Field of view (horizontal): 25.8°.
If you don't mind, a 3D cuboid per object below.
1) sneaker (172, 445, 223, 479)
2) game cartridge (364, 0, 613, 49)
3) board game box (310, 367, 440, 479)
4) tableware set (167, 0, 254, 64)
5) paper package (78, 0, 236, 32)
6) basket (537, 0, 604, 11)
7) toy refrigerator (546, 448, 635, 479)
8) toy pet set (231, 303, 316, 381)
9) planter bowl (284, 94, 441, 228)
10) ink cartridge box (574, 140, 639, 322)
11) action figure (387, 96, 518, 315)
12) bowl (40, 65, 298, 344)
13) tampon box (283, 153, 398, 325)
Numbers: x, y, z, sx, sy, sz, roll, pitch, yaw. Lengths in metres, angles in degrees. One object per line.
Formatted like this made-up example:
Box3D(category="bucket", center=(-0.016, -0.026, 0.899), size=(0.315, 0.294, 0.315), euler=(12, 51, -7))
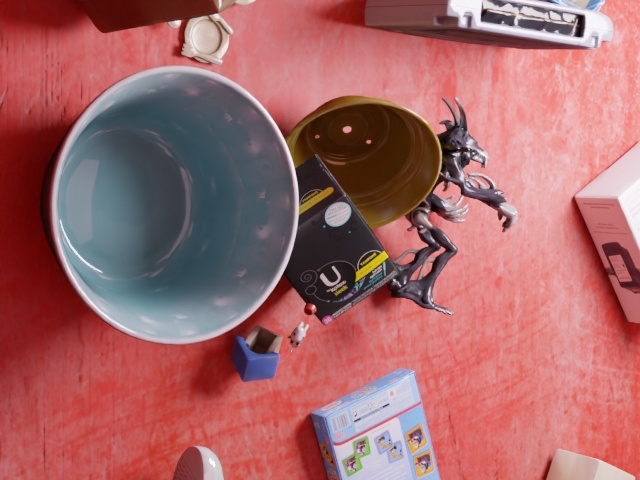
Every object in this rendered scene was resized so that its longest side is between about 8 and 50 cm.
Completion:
Box3D(category="sneaker", center=(-0.099, 0.358, 1.745), size=(0.151, 0.094, 0.256), euler=(-14, 111, -28))
Box3D(category="game cartridge", center=(0.217, -0.293, 1.860), size=(0.297, 0.198, 0.062), euler=(2, 99, -36))
Box3D(category="board game box", center=(0.083, 0.302, 1.903), size=(0.160, 0.039, 0.212), euler=(-22, 105, -31))
Box3D(category="tableware set", center=(-0.145, -0.309, 1.718), size=(0.141, 0.020, 0.169), euler=(34, 74, -32))
Box3D(category="paper package", center=(-0.193, -0.390, 1.485), size=(0.168, 0.325, 0.309), euler=(-41, 111, -23))
Box3D(category="basket", center=(0.343, -0.418, 1.883), size=(0.254, 0.289, 0.201), euler=(27, 75, -35))
Box3D(category="toy refrigerator", center=(0.367, 0.458, 2.081), size=(0.102, 0.094, 0.270), euler=(28, 78, -40))
Box3D(category="toy pet set", center=(-0.082, 0.114, 1.738), size=(0.065, 0.122, 0.114), euler=(-55, 165, -48))
Box3D(category="planter bowl", center=(0.040, -0.118, 1.790), size=(0.217, 0.090, 0.217), euler=(-6, 133, -6))
Box3D(category="ink cartridge box", center=(0.516, -0.011, 2.146), size=(0.172, 0.100, 0.237), euler=(-38, 113, -26))
Box3D(category="action figure", center=(0.172, -0.046, 1.877), size=(0.141, 0.164, 0.276), euler=(17, 93, -24))
Box3D(category="bowl", center=(-0.198, -0.042, 1.610), size=(0.311, 0.163, 0.312), euler=(-3, 94, -35))
Box3D(category="tampon box", center=(0.000, 0.000, 1.744), size=(0.120, 0.101, 0.161), euler=(-35, 131, 2))
